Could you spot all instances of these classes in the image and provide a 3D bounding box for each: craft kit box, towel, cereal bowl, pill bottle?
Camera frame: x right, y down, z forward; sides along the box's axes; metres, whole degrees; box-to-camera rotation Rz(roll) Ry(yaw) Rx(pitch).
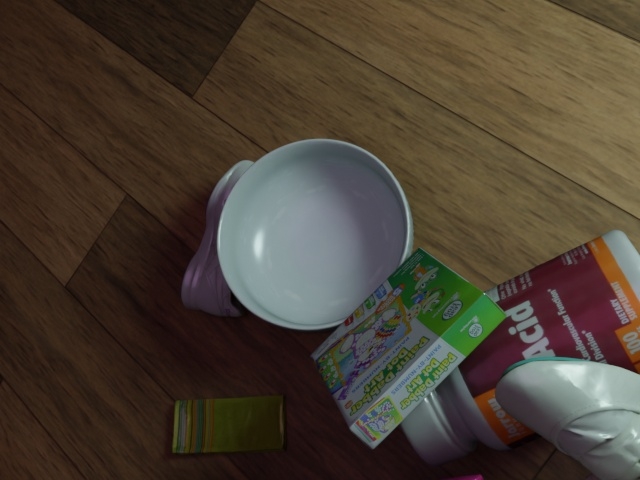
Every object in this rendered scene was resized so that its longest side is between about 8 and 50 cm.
[{"bbox_3d":[0.112,0.141,1.083,0.250,0.061,0.246,-45,22,0],"label":"craft kit box"},{"bbox_3d":[-0.172,0.342,1.402,0.237,0.021,0.102,-9,75,24],"label":"towel"},{"bbox_3d":[0.000,0.000,1.320,0.339,0.141,0.338,-4,76,15],"label":"cereal bowl"},{"bbox_3d":[0.302,0.166,1.095,0.392,0.224,0.224,-29,67,17],"label":"pill bottle"}]

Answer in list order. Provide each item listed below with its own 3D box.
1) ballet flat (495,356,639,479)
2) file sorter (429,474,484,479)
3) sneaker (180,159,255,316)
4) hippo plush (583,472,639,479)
[{"bbox_3d":[0.405,0.251,0.947,0.139,0.400,0.139,-51,28,41],"label":"ballet flat"},{"bbox_3d":[0.147,0.487,0.982,0.202,0.182,0.290,-32,80,51],"label":"file sorter"},{"bbox_3d":[-0.155,0.001,1.442,0.152,0.114,0.305,17,91,17],"label":"sneaker"},{"bbox_3d":[0.352,0.436,1.051,0.237,0.234,0.294,-13,114,41],"label":"hippo plush"}]
